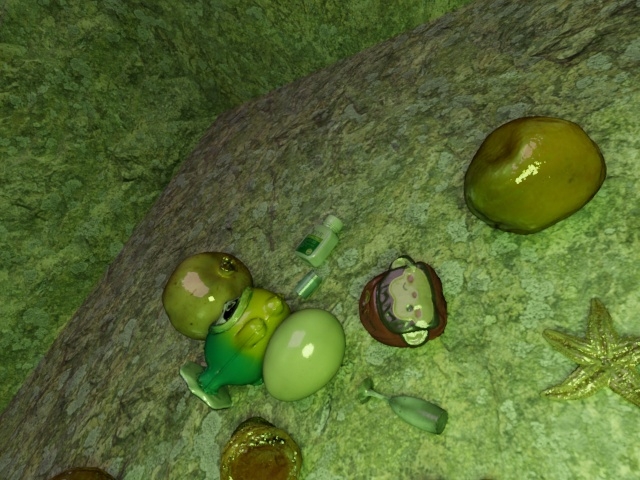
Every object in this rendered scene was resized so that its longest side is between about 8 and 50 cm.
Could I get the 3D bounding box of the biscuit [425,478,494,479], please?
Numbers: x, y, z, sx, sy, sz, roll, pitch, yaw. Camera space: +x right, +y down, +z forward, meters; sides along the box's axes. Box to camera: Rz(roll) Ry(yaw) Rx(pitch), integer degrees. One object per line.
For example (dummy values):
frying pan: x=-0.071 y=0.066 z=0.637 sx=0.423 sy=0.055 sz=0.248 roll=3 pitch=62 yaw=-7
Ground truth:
biscuit: x=0.231 y=0.483 z=0.652 sx=0.289 sy=0.044 sz=0.202 roll=-15 pitch=41 yaw=12

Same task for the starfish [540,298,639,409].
starfish: x=0.508 y=0.220 z=0.752 sx=0.236 sy=0.062 sz=0.277 roll=-27 pitch=42 yaw=28

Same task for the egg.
egg: x=-0.045 y=0.290 z=1.058 sx=0.253 sy=0.188 sz=0.188 roll=-52 pitch=37 yaw=-7

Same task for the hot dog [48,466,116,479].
hot dog: x=-0.643 y=0.775 z=1.039 sx=0.267 sy=0.174 sz=0.387 roll=3 pitch=31 yaw=-13

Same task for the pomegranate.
pomegranate: x=-0.363 y=0.174 z=1.390 sx=0.319 sy=0.319 sz=0.319 roll=-25 pitch=39 yaw=22

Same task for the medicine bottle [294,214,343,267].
medicine bottle: x=0.000 y=0.000 z=1.425 sx=0.183 sy=0.069 sz=0.119 roll=-51 pitch=34 yaw=-15

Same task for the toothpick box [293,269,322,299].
toothpick box: x=-0.040 y=0.141 z=1.327 sx=0.083 sy=0.052 sz=0.052 roll=-47 pitch=36 yaw=-7

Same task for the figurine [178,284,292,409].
figurine: x=-0.216 y=0.290 z=1.193 sx=0.340 sy=0.231 sz=0.323 roll=-50 pitch=1 yaw=0

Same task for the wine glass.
wine glass: x=0.175 y=0.357 z=0.899 sx=0.198 sy=0.066 sz=0.066 roll=7 pitch=57 yaw=43

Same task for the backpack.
backpack: x=0.198 y=0.159 z=1.025 sx=0.229 sy=0.139 sz=0.229 roll=-13 pitch=62 yaw=27

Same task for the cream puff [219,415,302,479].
cream puff: x=-0.143 y=0.497 z=0.983 sx=0.183 sy=0.183 sz=0.169 roll=-45 pitch=13 yaw=-5

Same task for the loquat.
loquat: x=0.491 y=-0.144 z=0.974 sx=0.284 sy=0.276 sz=0.276 roll=-55 pitch=35 yaw=9
